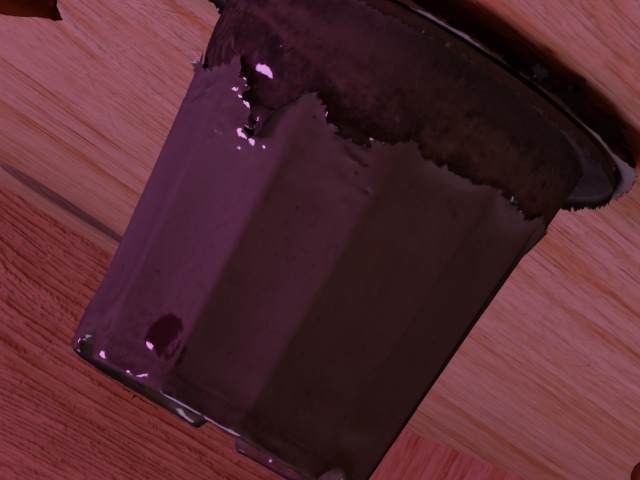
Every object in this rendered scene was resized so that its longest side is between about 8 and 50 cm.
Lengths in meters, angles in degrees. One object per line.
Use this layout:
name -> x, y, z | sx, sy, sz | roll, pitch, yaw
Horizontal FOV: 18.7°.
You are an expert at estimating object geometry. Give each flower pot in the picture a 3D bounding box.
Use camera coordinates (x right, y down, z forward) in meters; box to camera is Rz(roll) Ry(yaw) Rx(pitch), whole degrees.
flower pot -> 0.000, 0.000, 1.122 | 0.290, 0.259, 0.290 | 29, 170, 6

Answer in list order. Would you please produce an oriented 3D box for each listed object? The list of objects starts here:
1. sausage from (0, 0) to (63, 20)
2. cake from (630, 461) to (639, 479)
sausage -> -0.286, -0.244, 1.184 | 0.348, 0.094, 0.097 | 33, -176, -33
cake -> 0.292, 0.086, 0.634 | 0.290, 0.282, 0.256 | 32, 174, -30
